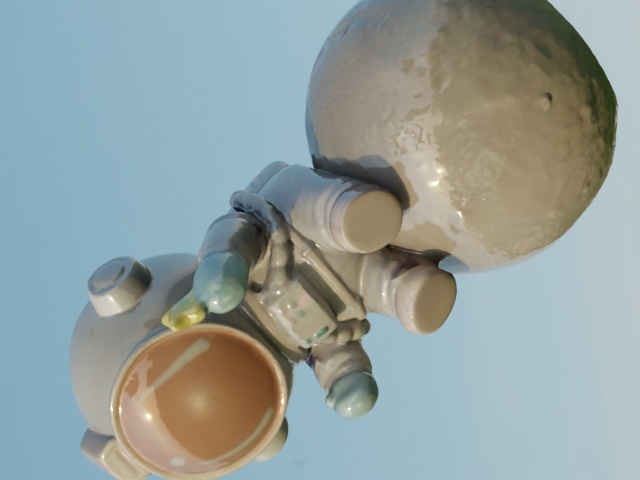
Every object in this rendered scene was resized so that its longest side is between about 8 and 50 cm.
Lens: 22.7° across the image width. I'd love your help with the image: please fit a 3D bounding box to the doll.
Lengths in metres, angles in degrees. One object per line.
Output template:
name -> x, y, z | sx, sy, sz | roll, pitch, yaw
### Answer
doll -> 0.000, 0.000, 0.728 | 0.151, 0.287, 0.151 | 49, 178, 2
